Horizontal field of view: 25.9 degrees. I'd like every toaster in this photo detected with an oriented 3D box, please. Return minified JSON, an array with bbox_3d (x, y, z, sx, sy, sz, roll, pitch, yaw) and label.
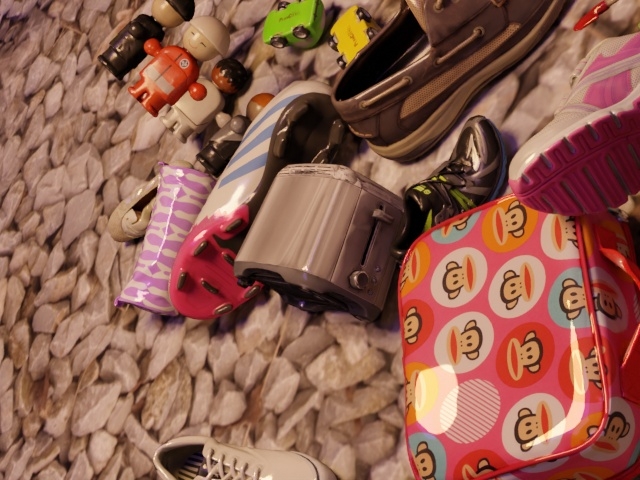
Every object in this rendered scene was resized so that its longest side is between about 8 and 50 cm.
[{"bbox_3d":[0.000,0.000,1.565,0.227,0.129,0.146,5,69,59],"label":"toaster"}]

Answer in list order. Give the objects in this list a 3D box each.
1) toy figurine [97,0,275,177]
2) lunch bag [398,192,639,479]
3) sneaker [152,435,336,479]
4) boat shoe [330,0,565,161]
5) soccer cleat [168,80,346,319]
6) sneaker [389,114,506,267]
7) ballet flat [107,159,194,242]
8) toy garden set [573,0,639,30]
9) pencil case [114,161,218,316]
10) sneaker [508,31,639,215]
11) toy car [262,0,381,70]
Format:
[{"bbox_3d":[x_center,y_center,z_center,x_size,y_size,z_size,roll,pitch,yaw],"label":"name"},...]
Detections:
[{"bbox_3d":[-0.160,-0.209,1.801,0.148,0.209,0.213,-45,34,-1],"label":"toy figurine"},{"bbox_3d":[0.201,0.092,1.290,0.258,0.120,0.293,-26,51,36],"label":"lunch bag"},{"bbox_3d":[-0.093,0.269,1.541,0.258,0.091,0.094,-6,65,47],"label":"sneaker"},{"bbox_3d":[0.149,-0.244,1.533,0.355,0.130,0.132,-52,40,14],"label":"boat shoe"},{"bbox_3d":[-0.076,-0.052,1.712,0.331,0.116,0.143,-55,20,10],"label":"soccer cleat"},{"bbox_3d":[0.135,-0.048,1.478,0.067,0.078,0.188,29,91,51],"label":"sneaker"},{"bbox_3d":[-0.236,-0.047,1.906,0.168,0.057,0.052,-44,30,23],"label":"ballet flat"},{"bbox_3d":[0.360,-0.236,1.340,0.244,0.049,0.204,-45,56,25],"label":"toy garden set"},{"bbox_3d":[-0.199,-0.002,1.811,0.088,0.086,0.206,15,81,13],"label":"pencil case"},{"bbox_3d":[0.269,-0.117,1.268,0.252,0.103,0.111,-34,37,-9],"label":"sneaker"},{"bbox_3d":[0.018,-0.292,1.770,0.225,0.053,0.239,-13,59,45],"label":"toy car"}]
